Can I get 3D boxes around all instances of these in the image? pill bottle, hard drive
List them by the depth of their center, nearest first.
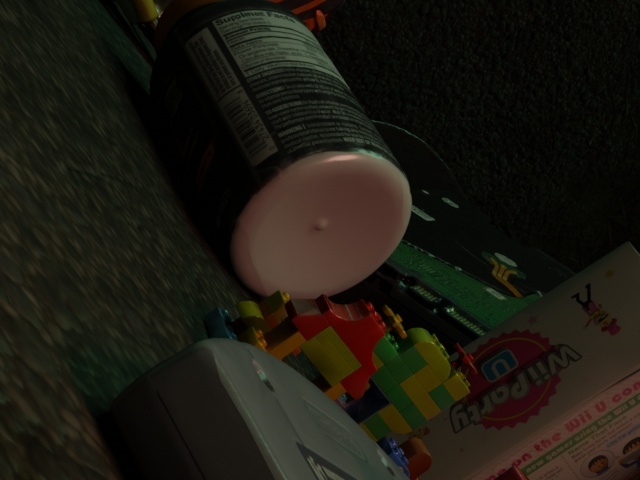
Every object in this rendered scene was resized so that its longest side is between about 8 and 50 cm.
[{"bbox_3d":[-0.041,-0.081,1.073,0.130,0.130,0.246,51,7,-46],"label":"pill bottle"},{"bbox_3d":[0.117,0.042,1.236,0.237,0.064,0.339,34,15,20],"label":"hard drive"}]

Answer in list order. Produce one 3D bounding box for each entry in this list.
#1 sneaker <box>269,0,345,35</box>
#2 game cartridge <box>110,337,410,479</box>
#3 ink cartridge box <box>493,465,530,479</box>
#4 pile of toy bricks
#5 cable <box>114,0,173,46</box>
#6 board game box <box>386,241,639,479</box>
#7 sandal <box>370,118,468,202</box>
[{"bbox_3d":[-0.027,-0.167,1.478,0.321,0.180,0.125,53,6,-31],"label":"sneaker"},{"bbox_3d":[0.019,0.143,0.625,0.196,0.060,0.294,62,7,26],"label":"game cartridge"},{"bbox_3d":[0.104,0.172,0.623,0.135,0.056,0.099,58,5,34],"label":"ink cartridge box"},{"bbox_3d":[0.034,0.086,0.830,0.212,0.105,0.118,53,5,-32],"label":"pile of toy bricks"},{"bbox_3d":[-0.133,-0.158,1.302,0.287,0.072,0.139,67,-14,-7],"label":"cable"},{"bbox_3d":[0.183,0.173,1.026,0.303,0.224,0.097,52,7,-43],"label":"board game box"},{"bbox_3d":[0.132,0.057,1.519,0.446,0.167,0.107,55,-21,-23],"label":"sandal"}]
